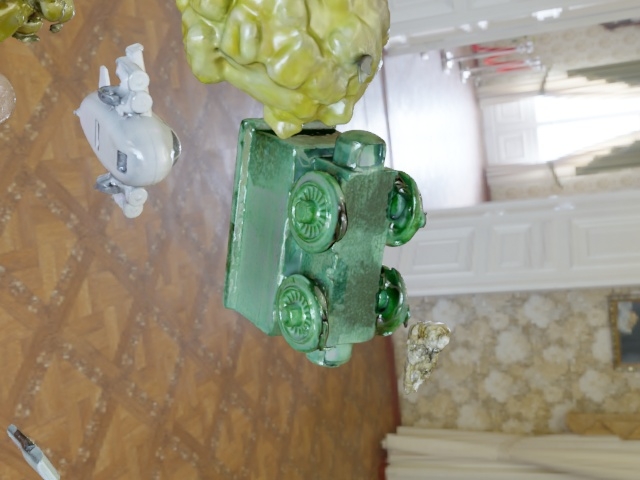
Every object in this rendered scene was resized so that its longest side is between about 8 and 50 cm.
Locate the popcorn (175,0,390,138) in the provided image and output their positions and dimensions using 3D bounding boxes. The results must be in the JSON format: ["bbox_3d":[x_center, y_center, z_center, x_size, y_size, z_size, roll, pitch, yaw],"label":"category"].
[{"bbox_3d":[-0.024,-0.164,0.572,0.173,0.142,0.173,45,38,-51],"label":"popcorn"}]

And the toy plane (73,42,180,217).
[{"bbox_3d":[-0.278,-0.158,1.094,0.118,0.252,0.252,-8,94,-30],"label":"toy plane"}]

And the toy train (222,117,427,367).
[{"bbox_3d":[0.000,0.000,0.832,0.145,0.202,0.265,-7,115,-37],"label":"toy train"}]

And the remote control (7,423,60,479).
[{"bbox_3d":[-0.529,0.389,1.379,0.029,0.166,0.065,-41,125,-28],"label":"remote control"}]

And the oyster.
[{"bbox_3d":[0.093,0.112,0.722,0.083,0.038,0.080,-61,180,8],"label":"oyster"}]

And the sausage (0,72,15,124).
[{"bbox_3d":[-0.682,-0.286,1.532,0.253,0.123,0.123,-158,-123,-68],"label":"sausage"}]

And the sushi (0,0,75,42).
[{"bbox_3d":[-0.464,-0.443,1.018,0.328,0.328,0.285,5,49,-40],"label":"sushi"}]
